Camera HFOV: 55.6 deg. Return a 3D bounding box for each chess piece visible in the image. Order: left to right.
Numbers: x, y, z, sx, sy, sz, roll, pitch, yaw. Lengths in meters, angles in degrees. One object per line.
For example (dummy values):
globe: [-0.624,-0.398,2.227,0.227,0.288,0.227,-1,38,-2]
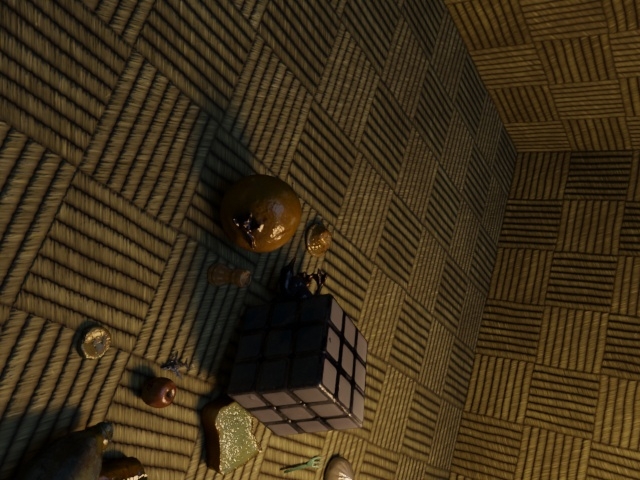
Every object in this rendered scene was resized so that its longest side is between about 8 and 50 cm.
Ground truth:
chess piece: [-0.252,0.099,1.698,0.066,0.122,0.066,-7,99,-55]

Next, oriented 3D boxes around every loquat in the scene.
loquat: [-0.170,-0.074,1.713,0.244,0.244,0.244,-8,100,-54]

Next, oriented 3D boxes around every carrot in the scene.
carrot: [-0.492,0.562,1.440,0.173,0.082,0.082,1,92,-56]

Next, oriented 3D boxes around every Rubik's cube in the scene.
Rubik's cube: [-0.055,0.374,1.797,0.304,0.305,0.301,52,35,-41]

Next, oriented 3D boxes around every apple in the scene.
apple: [-0.412,0.386,1.547,0.084,0.071,0.084,-27,121,-57]

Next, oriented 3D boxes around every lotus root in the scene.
lotus root: [-0.556,0.505,1.281,0.322,0.158,0.140,-62,139,-41]

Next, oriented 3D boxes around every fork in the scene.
fork: [-0.063,0.790,2.129,0.235,0.021,0.039,15,77,-53]

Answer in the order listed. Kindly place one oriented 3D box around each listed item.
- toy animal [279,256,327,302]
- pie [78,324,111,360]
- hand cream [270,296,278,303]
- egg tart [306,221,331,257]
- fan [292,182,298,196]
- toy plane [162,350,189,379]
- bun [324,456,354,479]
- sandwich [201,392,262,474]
toy animal: [-0.057,0.190,1.991,0.185,0.122,0.298,-57,144,-50]
pie: [-0.525,0.238,1.412,0.084,0.020,0.084,-10,102,-52]
hand cream: [-0.132,0.239,1.972,0.036,0.023,0.122,-56,131,-40]
egg tart: [0.000,0.000,2.112,0.129,0.049,0.129,-10,103,-53]
fan: [-0.090,-0.147,2.005,0.056,0.004,0.083,-11,102,-53]
toy plane: [-0.384,0.335,1.619,0.084,0.024,0.078,3,73,-55]
bun: [0.084,0.890,2.285,0.138,0.094,0.138,-16,109,-56]
sandwich: [-0.259,0.558,1.784,0.186,0.065,0.215,-15,104,-53]
